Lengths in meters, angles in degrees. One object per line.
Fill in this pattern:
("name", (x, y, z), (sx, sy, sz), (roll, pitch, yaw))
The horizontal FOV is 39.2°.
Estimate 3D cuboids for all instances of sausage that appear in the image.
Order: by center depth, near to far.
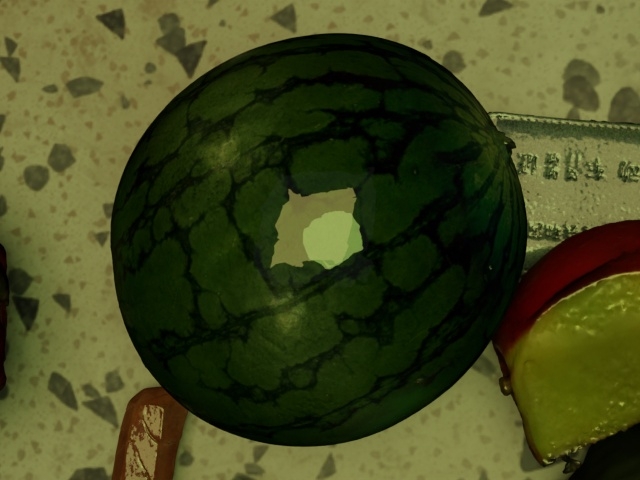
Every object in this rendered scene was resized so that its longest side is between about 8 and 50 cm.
("sausage", (-0.174, 0.221, 0.902), (0.065, 0.065, 0.169), (8, 87, 9))

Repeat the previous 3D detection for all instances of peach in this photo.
("peach", (0.273, 0.057, 0.774), (0.267, 0.158, 0.154), (-27, 106, 16))

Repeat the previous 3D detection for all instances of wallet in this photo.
("wallet", (0.255, -0.038, 0.874), (0.222, 0.036, 0.167), (6, 86, 8))

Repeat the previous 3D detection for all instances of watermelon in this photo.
("watermelon", (0.000, 0.000, 0.762), (0.363, 0.363, 0.363), (-1, 86, 8))

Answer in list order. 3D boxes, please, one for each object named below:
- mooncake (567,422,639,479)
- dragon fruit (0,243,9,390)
("mooncake", (0.363, 0.312, 0.756), (0.357, 0.194, 0.356), (0, 89, 6))
("dragon fruit", (-0.445, 0.080, 0.838), (0.329, 0.329, 0.329), (-1, 86, 8))
